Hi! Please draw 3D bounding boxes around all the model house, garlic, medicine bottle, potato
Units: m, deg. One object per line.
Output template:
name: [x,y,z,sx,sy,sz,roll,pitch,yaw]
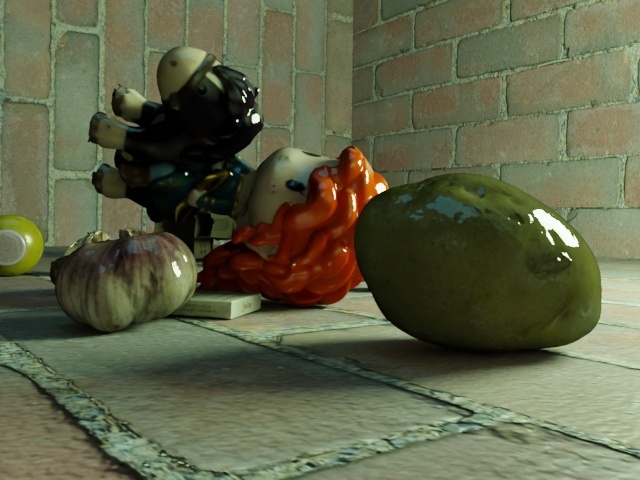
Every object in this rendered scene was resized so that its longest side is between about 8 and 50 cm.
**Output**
model house: [-0.311,-0.044,1.880,0.204,0.212,0.243,3,2,25]
garlic: [-0.203,0.037,0.710,0.147,0.102,0.159,-7,2,30]
medicine bottle: [-0.603,0.009,1.302,0.121,0.122,0.212,0,1,-21]
potato: [0.140,0.025,0.595,0.235,0.160,0.178,15,23,-12]
garlic: [-0.466,0.033,1.356,0.113,0.094,0.074,-1,-30,-47]

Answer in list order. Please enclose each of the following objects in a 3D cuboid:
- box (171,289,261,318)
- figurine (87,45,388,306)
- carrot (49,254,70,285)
box: [-0.167,0.075,0.822,0.166,0.024,0.090,2,3,17]
figurine: [-0.108,-0.075,0.901,0.306,0.411,0.241,-43,13,25]
carrot: [-0.337,0.052,1.054,0.060,0.060,0.186,2,-2,33]
